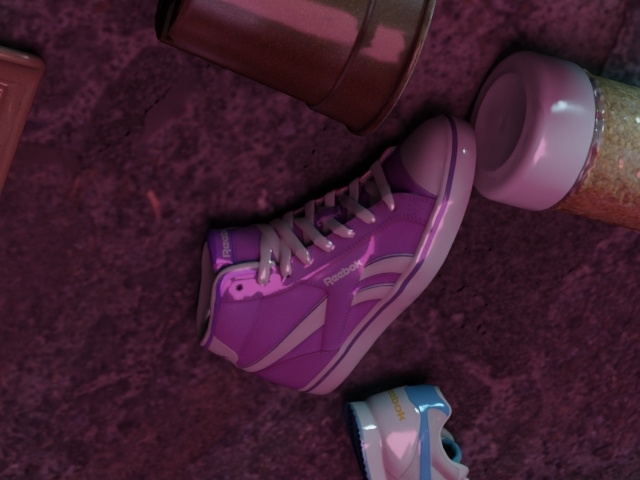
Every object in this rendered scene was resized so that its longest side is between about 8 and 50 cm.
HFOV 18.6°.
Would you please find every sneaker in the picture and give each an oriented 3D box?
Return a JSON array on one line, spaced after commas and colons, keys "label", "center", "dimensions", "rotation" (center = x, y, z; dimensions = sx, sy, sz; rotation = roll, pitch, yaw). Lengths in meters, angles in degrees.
[{"label": "sneaker", "center": [0.089, 0.226, 1.750], "dimensions": [0.092, 0.087, 0.229], "rotation": [-18, 129, -5]}, {"label": "sneaker", "center": [0.000, 0.001, 1.557], "dimensions": [0.161, 0.102, 0.282], "rotation": [23, 116, -24]}]

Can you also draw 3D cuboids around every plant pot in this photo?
[{"label": "plant pot", "center": [-0.022, -0.176, 1.393], "dimensions": [0.165, 0.167, 0.167], "rotation": [16, 119, -17]}]

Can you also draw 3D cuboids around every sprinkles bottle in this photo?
[{"label": "sprinkles bottle", "center": [0.297, -0.055, 1.584], "dimensions": [0.355, 0.121, 0.121], "rotation": [13, 120, -23]}]

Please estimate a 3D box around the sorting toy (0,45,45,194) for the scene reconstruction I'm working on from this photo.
[{"label": "sorting toy", "center": [-0.378, -0.072, 1.435], "dimensions": [0.307, 0.041, 0.229], "rotation": [12, 120, -23]}]
